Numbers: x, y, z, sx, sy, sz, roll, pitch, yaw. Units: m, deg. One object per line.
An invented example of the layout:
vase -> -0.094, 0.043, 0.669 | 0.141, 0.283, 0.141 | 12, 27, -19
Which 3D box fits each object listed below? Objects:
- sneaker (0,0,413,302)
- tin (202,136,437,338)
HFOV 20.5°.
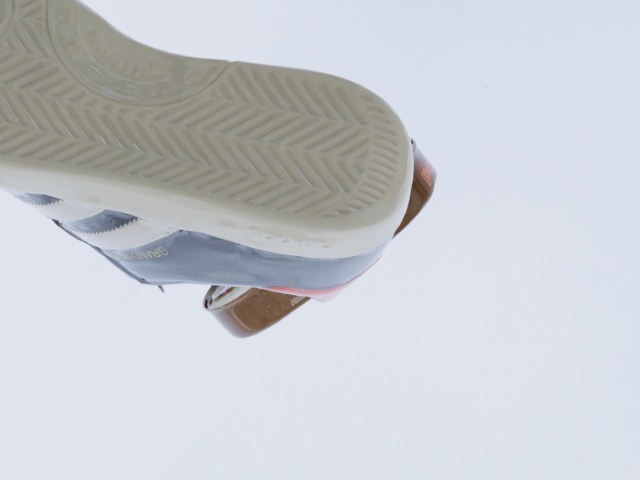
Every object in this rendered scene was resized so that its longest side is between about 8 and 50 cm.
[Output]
sneaker -> -0.128, -0.047, 0.955 | 0.350, 0.148, 0.131 | 21, -117, 4
tin -> 0.000, 0.000, 1.216 | 0.190, 0.106, 0.040 | -36, -79, 18
